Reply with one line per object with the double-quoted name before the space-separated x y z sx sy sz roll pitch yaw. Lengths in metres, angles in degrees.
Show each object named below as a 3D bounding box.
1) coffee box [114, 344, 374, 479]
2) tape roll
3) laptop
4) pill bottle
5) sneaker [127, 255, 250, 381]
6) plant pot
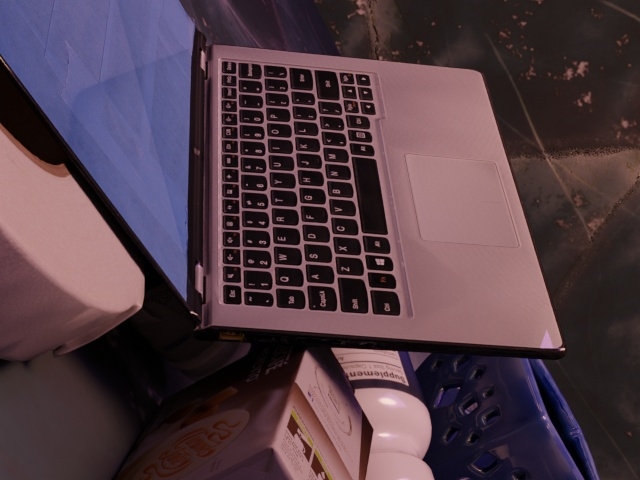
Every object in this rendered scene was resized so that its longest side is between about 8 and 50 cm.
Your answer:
"coffee box" -0.051 0.157 0.878 0.098 0.141 0.246 61 12 -9
"tape roll" -0.229 -0.112 0.792 0.392 0.072 0.392 61 6 -10
"laptop" -0.025 -0.133 0.986 0.382 0.408 0.236 -95 -168 -51
"pill bottle" 0.009 0.135 1.168 0.153 0.153 0.264 50 18 -49
"sneaker" -0.126 -0.029 1.063 0.115 0.105 0.281 39 22 -48
"plant pot" 0.189 0.256 1.543 0.236 0.212 0.236 56 13 -27
